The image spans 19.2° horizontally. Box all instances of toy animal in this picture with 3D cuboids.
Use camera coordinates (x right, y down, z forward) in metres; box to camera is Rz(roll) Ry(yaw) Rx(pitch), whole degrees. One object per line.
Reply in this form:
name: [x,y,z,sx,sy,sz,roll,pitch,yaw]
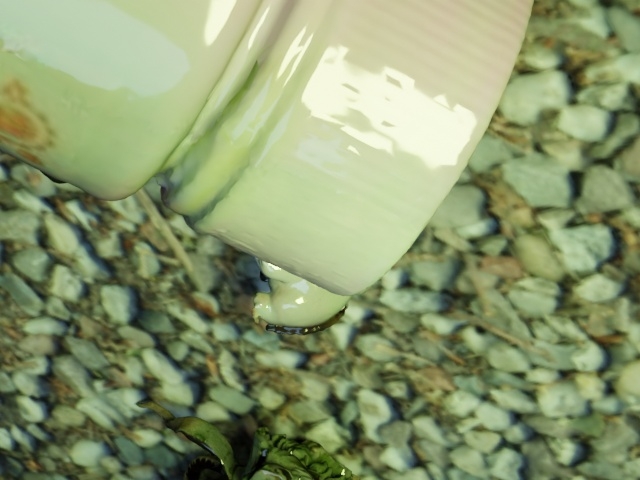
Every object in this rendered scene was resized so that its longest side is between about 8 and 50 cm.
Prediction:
toy animal: [-0.006,-0.001,1.180,0.085,0.071,0.124,11,134,10]

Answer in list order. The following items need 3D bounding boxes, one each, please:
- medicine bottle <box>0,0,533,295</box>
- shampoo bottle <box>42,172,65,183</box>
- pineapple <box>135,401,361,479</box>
medicine bottle: [-0.111,-0.143,0.886,0.388,0.219,0.219,26,135,-12]
shampoo bottle: [-0.085,-0.108,1.101,0.127,0.078,0.257,39,132,-19]
pineapple: [-0.073,0.254,1.377,0.262,0.262,0.272,30,111,-9]
